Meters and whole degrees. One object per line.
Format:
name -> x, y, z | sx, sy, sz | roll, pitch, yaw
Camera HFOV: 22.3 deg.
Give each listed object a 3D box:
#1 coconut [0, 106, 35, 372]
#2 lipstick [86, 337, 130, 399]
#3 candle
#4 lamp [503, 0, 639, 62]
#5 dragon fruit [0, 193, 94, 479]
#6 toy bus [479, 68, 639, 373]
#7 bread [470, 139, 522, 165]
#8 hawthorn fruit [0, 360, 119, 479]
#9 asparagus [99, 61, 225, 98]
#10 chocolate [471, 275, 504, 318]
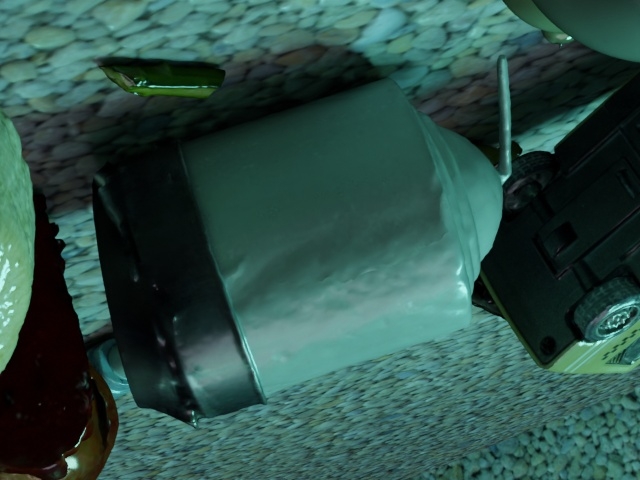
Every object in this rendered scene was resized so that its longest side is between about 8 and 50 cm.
coconut -> -0.309, -0.020, 0.829 | 0.328, 0.329, 0.329 | -16, 163, -5
lipstick -> -0.212, 0.130, 1.744 | 0.068, 0.061, 0.274 | 2, 155, -43
candle -> 0.000, 0.000, 1.269 | 0.342, 0.221, 0.221 | -17, 163, -3
lamp -> 0.189, -0.190, 0.948 | 0.197, 0.198, 0.244 | -11, -175, -21
dragon fruit -> -0.347, 0.136, 1.347 | 0.329, 0.228, 0.286 | -15, 165, -13
toy bus -> 0.312, -0.050, 1.375 | 0.365, 0.177, 0.202 | -43, 148, 25
bread -> 0.141, -0.050, 1.476 | 0.109, 0.084, 0.080 | -17, 165, 1
hawthorn fruit -> -0.349, 0.193, 1.580 | 0.299, 0.211, 0.211 | 5, 154, -33
asparagus -> -0.110, -0.113, 1.137 | 0.108, 0.021, 0.025 | -1, 158, -43
chocolate -> 0.202, 0.031, 1.777 | 0.133, 0.156, 0.156 | 5, 178, 34
